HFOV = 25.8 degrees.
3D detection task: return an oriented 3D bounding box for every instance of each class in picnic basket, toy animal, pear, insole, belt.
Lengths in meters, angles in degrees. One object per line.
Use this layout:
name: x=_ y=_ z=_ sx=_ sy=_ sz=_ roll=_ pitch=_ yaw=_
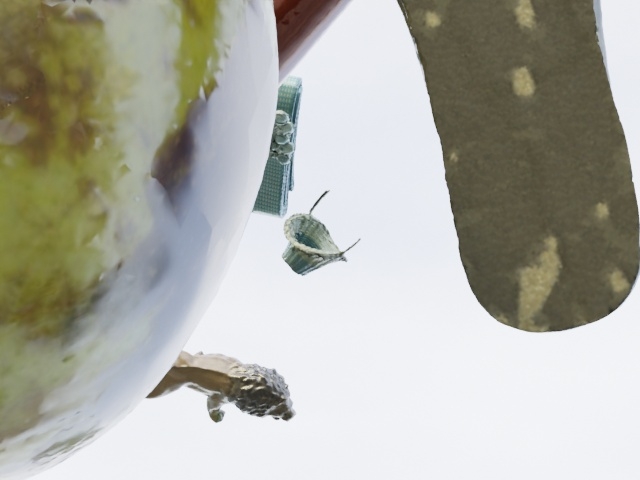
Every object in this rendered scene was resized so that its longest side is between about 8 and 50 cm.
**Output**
picnic basket: x=0.000 y=0.000 z=1.383 sx=0.083 sy=0.083 sz=0.065 roll=-46 pitch=-121 yaw=20
toy animal: x=-0.129 y=0.134 z=1.357 sx=0.220 sy=0.069 sz=0.086 roll=7 pitch=-17 yaw=3
pear: x=-0.143 y=-0.046 z=0.502 sx=0.284 sy=0.283 sz=0.283 roll=8 pitch=-58 yaw=12
insole: x=0.059 y=-0.089 z=0.479 sx=0.081 sy=0.011 sz=0.248 roll=-12 pitch=-88 yaw=19
belt: x=-0.054 y=-0.092 z=1.523 sx=0.065 sy=0.100 sz=0.179 roll=10 pitch=-52 yaw=8

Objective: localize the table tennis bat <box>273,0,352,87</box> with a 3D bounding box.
table tennis bat: x=0.082 y=-0.250 z=0.822 sx=0.268 sy=0.051 sz=0.414 roll=25 pitch=-65 yaw=-44
